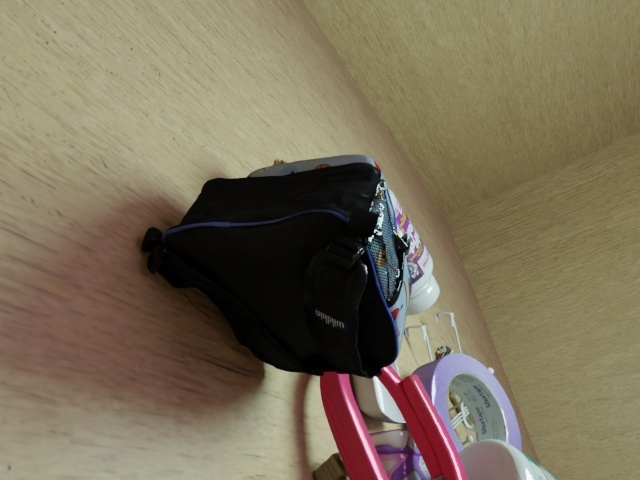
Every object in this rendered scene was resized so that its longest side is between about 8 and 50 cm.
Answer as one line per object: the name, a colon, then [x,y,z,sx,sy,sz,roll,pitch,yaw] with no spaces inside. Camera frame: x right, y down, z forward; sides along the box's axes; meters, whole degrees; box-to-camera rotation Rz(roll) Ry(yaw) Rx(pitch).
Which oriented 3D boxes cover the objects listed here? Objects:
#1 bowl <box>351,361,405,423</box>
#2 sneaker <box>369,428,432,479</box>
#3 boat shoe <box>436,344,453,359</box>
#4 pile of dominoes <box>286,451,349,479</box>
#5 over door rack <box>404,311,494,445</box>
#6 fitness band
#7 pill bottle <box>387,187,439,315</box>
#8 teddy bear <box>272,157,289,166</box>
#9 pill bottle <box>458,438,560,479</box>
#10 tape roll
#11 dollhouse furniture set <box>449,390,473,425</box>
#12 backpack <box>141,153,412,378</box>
bowl: [0.104,0.268,0.795,0.142,0.053,0.142,39,32,-46]
sneaker: [0.161,0.401,0.741,0.236,0.095,0.104,36,39,-40]
boat shoe: [0.389,0.364,1.357,0.043,0.049,0.137,26,13,22]
pile of dominoes: [0.077,0.376,0.505,0.251,0.040,0.196,50,12,35]
over door rack: [0.381,0.360,1.192,0.240,0.108,0.324,-2,68,-53]
fitness band: [0.103,0.279,0.622,0.209,0.054,0.290,14,38,-43]
pill bottle: [0.167,0.034,1.035,0.301,0.169,0.169,54,24,-23]
teddy bear: [0.000,0.000,0.750,0.245,0.113,0.338,64,5,13]
pill bottle: [0.363,0.486,0.645,0.361,0.204,0.204,36,26,-5]
tape roll: [0.313,0.395,0.943,0.275,0.090,0.274,21,49,-26]
dollhouse furniture set: [0.449,0.490,1.373,0.151,0.123,0.144,-39,105,-32]
backpack: [-0.015,0.039,0.513,0.213,0.277,0.263,-57,137,-44]
